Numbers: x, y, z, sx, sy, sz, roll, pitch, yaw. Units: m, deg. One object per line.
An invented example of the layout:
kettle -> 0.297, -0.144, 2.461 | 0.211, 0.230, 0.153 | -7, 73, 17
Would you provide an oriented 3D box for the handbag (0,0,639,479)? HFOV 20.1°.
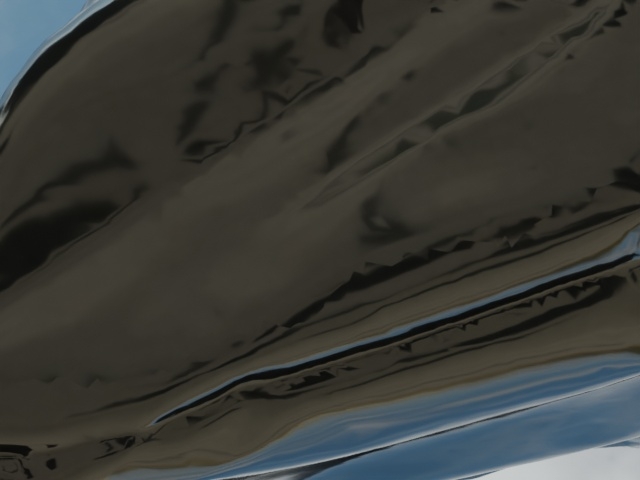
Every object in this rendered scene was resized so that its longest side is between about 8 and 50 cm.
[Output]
handbag -> 0.000, -0.003, 0.544 | 0.275, 0.302, 0.177 | -15, -107, -6
